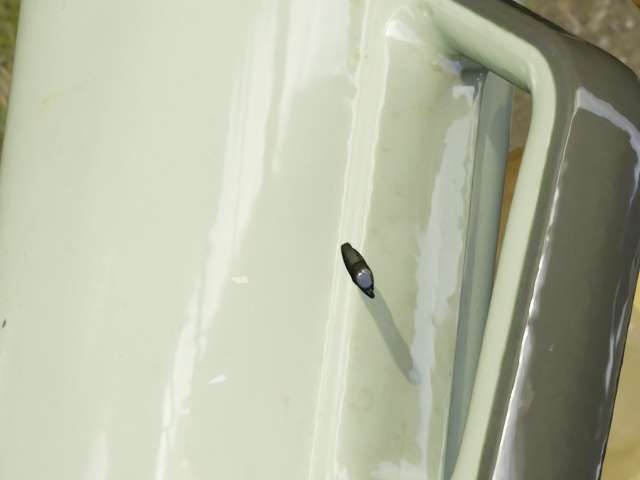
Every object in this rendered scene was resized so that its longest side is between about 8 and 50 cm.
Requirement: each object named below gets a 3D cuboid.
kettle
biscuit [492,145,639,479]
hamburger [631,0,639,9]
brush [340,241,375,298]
[{"bbox_3d":[0.000,0.000,0.749,0.250,0.376,0.361,24,153,-38],"label":"kettle"},{"bbox_3d":[0.221,0.081,0.941,0.446,0.429,0.104,-2,143,10],"label":"biscuit"},{"bbox_3d":[0.237,-0.188,0.715,0.276,0.276,0.236,-14,127,-22],"label":"hamburger"},{"bbox_3d":[0.014,0.011,0.613,0.008,0.024,0.083,-27,180,0],"label":"brush"}]
